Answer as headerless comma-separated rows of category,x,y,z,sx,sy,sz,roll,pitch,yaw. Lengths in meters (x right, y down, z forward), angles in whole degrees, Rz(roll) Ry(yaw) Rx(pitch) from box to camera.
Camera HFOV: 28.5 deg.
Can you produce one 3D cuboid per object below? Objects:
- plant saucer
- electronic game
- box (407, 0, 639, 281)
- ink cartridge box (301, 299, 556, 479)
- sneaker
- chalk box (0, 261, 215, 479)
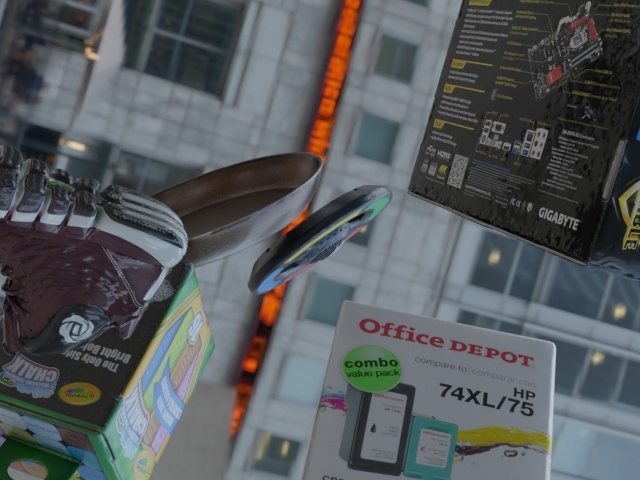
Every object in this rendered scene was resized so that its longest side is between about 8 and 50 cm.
plant saucer,-0.137,-0.028,1.535,0.310,0.310,0.050,-133,-158,-72
electronic game,0.000,0.000,1.667,0.229,0.048,0.229,-36,173,-5
box,0.196,-0.125,1.009,0.322,0.079,0.257,29,-77,67
ink cartridge box,0.079,0.226,1.072,0.197,0.198,0.270,99,3,-46
sneaker,-0.263,0.013,1.024,0.106,0.281,0.162,-102,-145,-67
chalk box,-0.261,0.162,1.364,0.179,0.180,0.289,82,29,-53
